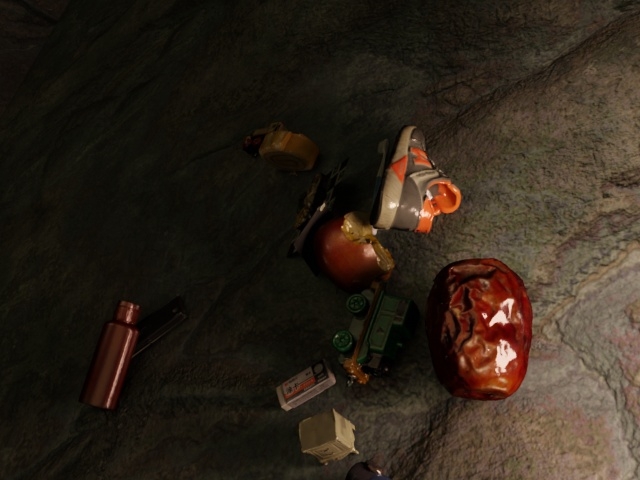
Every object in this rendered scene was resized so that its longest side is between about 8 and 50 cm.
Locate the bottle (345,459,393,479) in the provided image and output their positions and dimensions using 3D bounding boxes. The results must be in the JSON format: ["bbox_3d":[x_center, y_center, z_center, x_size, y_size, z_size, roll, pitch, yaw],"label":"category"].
[{"bbox_3d":[0.136,0.444,1.119,0.244,0.072,0.082,25,96,46],"label":"bottle"}]

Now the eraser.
[{"bbox_3d":[-0.030,0.290,1.396,0.122,0.029,0.052,-34,44,12],"label":"eraser"}]

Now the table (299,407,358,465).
[{"bbox_3d":[0.016,0.361,1.266,0.079,0.083,0.062,-26,45,20],"label":"table"}]

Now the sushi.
[{"bbox_3d":[-0.028,-0.087,1.608,0.192,0.050,0.215,-33,33,57],"label":"sushi"}]

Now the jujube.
[{"bbox_3d":[0.269,0.147,1.184,0.183,0.183,0.243,-12,60,30],"label":"jujube"}]

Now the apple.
[{"bbox_3d":[0.066,0.033,1.431,0.147,0.156,0.158,-25,68,6],"label":"apple"}]

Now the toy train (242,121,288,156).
[{"bbox_3d":[-0.155,-0.278,1.917,0.138,0.050,0.087,-4,51,36],"label":"toy train"}]

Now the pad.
[{"bbox_3d":[0.000,0.000,1.487,0.004,0.193,0.116,29,76,24],"label":"pad"}]

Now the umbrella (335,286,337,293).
[{"bbox_3d":[0.037,0.063,1.533,0.013,0.022,0.122,-1,65,6],"label":"umbrella"}]

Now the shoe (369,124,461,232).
[{"bbox_3d":[0.218,-0.127,1.464,0.171,0.132,0.336,18,40,5],"label":"shoe"}]

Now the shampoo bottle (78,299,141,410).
[{"bbox_3d":[-0.508,0.278,1.703,0.102,0.064,0.260,7,72,26],"label":"shampoo bottle"}]

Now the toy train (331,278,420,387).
[{"bbox_3d":[0.109,0.179,1.336,0.136,0.091,0.228,6,62,28],"label":"toy train"}]

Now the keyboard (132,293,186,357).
[{"bbox_3d":[-0.434,0.230,1.750,0.230,0.025,0.094,-36,42,9],"label":"keyboard"}]

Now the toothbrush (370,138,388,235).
[{"bbox_3d":[0.132,-0.127,1.604,0.025,0.019,0.276,-15,50,35],"label":"toothbrush"}]

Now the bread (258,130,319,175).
[{"bbox_3d":[-0.085,-0.224,1.768,0.149,0.122,0.073,3,63,39],"label":"bread"}]
